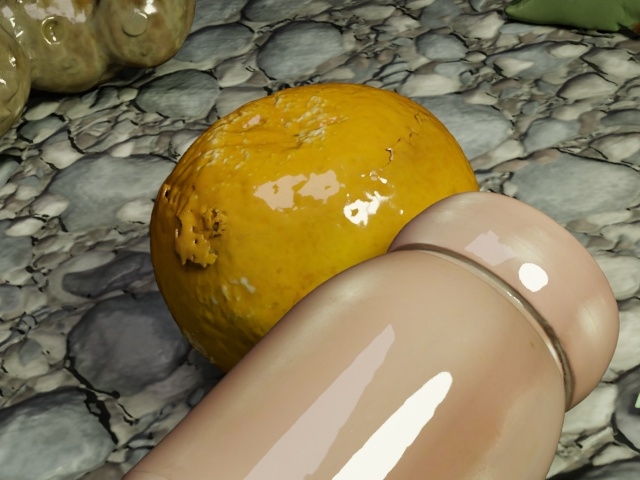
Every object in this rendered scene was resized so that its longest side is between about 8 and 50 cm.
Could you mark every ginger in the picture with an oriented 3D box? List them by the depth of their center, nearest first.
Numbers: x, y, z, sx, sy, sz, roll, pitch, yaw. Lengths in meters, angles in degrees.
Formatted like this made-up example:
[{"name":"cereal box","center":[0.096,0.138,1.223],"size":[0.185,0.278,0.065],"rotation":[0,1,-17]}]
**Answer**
[{"name":"ginger","center":[-0.271,-0.195,1.463],"size":[0.304,0.155,0.244],"rotation":[-23,33,-13]}]

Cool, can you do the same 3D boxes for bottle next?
[{"name":"bottle","center":[0.035,0.114,0.875],"size":[0.173,0.206,0.297],"rotation":[27,59,27]}]

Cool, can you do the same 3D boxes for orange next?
[{"name":"orange","center":[-0.002,-0.002,1.050],"size":[0.219,0.193,0.219],"rotation":[-4,17,1]}]

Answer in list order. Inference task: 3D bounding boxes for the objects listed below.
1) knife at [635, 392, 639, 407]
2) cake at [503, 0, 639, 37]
[{"name":"knife","center":[0.208,0.135,0.922],"size":[0.078,0.023,0.166],"rotation":[-3,32,27]},{"name":"cake","center":[0.293,-0.282,1.388],"size":[0.283,0.172,0.158],"rotation":[8,37,32]}]
